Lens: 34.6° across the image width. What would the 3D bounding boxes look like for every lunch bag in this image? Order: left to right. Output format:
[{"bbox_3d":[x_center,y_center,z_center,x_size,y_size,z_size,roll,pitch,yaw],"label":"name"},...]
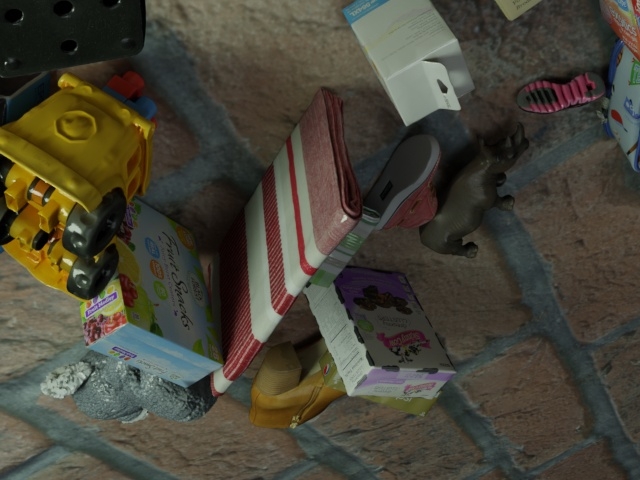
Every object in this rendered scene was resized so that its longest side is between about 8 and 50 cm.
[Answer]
[{"bbox_3d":[0.523,-0.224,1.390,0.303,0.115,0.243,-23,146,-4],"label":"lunch bag"}]

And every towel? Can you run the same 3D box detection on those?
[{"bbox_3d":[-0.052,0.006,1.241,0.037,0.237,0.329,20,128,-23],"label":"towel"},{"bbox_3d":[0.000,0.000,1.410,0.113,0.023,0.152,22,127,-17],"label":"towel"}]

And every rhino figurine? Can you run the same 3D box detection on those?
[{"bbox_3d":[0.220,-0.070,1.442,0.106,0.073,0.243,-1,136,-34],"label":"rhino figurine"}]

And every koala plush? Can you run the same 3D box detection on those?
[{"bbox_3d":[-0.257,0.178,1.399,0.221,0.203,0.196,-27,145,24],"label":"koala plush"}]

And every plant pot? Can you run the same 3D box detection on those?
[{"bbox_3d":[-0.234,-0.247,0.877,0.188,0.167,0.187,-14,143,-16],"label":"plant pot"}]

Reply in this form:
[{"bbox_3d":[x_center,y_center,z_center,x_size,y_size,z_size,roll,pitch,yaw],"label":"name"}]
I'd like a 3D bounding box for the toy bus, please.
[{"bbox_3d":[-0.247,-0.072,1.092,0.211,0.149,0.220,-55,171,-32],"label":"toy bus"}]

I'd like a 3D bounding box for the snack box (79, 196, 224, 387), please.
[{"bbox_3d":[-0.210,0.053,1.229,0.070,0.207,0.174,-30,143,20],"label":"snack box"}]

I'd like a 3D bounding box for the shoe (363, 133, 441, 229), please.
[{"bbox_3d":[0.130,-0.077,1.392,0.081,0.064,0.178,1,142,-33],"label":"shoe"}]

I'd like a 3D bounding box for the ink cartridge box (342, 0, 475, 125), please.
[{"bbox_3d":[0.101,-0.207,1.138,0.089,0.143,0.092,-29,144,6],"label":"ink cartridge box"}]

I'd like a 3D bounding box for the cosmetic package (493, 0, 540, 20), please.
[{"bbox_3d":[0.170,-0.373,0.998,0.160,0.113,0.309,-36,144,15],"label":"cosmetic package"}]

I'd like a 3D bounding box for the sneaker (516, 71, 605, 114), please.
[{"bbox_3d":[0.318,-0.189,1.377,0.119,0.047,0.057,-9,169,-6],"label":"sneaker"}]

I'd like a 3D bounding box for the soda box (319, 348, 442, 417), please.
[{"bbox_3d":[0.091,0.206,1.558,0.181,0.061,0.058,22,114,-24],"label":"soda box"}]

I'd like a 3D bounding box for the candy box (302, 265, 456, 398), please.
[{"bbox_3d":[0.086,0.134,1.513,0.164,0.196,0.070,9,132,-38],"label":"candy box"}]

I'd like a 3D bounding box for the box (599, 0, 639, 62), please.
[{"bbox_3d":[0.486,-0.339,1.195,0.299,0.142,0.154,-27,144,3],"label":"box"}]

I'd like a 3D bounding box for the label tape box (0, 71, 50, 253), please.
[{"bbox_3d":[-0.440,-0.037,1.035,0.347,0.115,0.249,-44,163,-45],"label":"label tape box"}]

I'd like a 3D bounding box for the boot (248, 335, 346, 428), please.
[{"bbox_3d":[0.026,0.220,1.687,0.295,0.104,0.211,-9,148,-15],"label":"boot"}]
